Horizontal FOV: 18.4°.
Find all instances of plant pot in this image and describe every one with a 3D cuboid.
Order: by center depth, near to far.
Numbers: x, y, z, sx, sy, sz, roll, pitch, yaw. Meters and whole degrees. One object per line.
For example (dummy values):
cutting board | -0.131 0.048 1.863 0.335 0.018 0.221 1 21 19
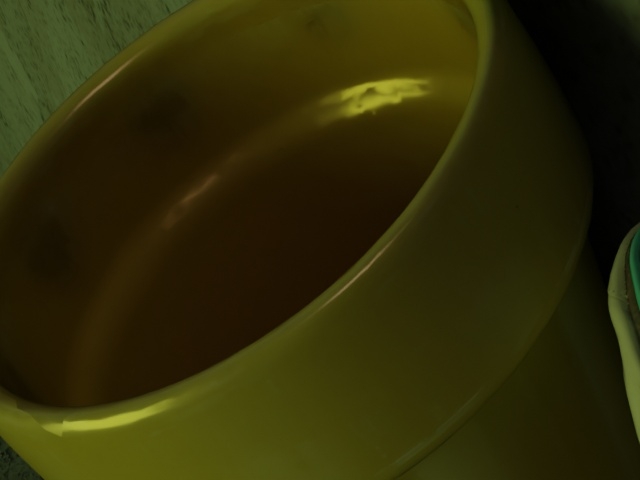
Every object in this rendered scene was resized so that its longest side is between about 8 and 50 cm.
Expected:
plant pot | 0.019 0.047 0.805 0.239 0.254 0.254 51 172 -32

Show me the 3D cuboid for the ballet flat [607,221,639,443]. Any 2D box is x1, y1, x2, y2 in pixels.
ballet flat | 0.144 0.102 0.636 0.086 0.086 0.248 83 -177 -55
